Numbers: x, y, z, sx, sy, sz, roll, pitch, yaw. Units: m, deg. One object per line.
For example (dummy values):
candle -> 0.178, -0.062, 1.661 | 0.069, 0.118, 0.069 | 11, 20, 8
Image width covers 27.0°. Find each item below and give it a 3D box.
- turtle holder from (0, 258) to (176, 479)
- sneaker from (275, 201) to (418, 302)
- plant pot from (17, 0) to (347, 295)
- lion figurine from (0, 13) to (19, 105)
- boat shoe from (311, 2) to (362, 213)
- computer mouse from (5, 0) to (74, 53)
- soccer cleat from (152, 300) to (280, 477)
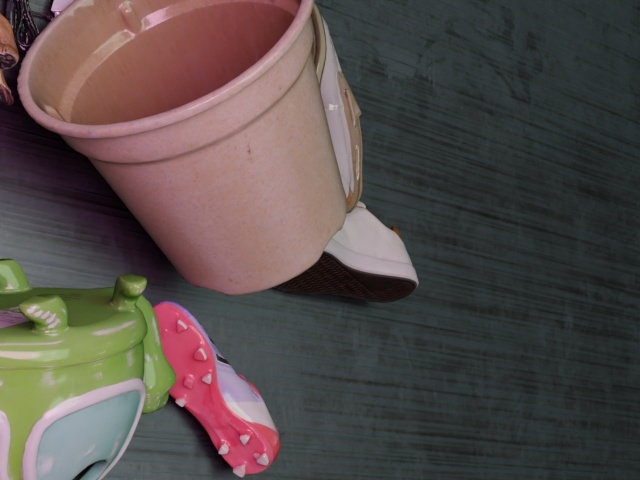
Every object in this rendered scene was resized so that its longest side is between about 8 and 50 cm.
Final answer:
turtle holder -> -0.291, 0.143, 1.352 | 0.320, 0.243, 0.227 | -63, 154, -80
sneaker -> 0.000, 0.000, 1.747 | 0.290, 0.106, 0.123 | 16, 50, -42
plant pot -> -0.119, -0.116, 1.493 | 0.334, 0.334, 0.305 | -58, 140, -35
lion figurine -> -0.459, -0.298, 1.325 | 0.392, 0.142, 0.240 | 35, 32, -51
boat shoe -> -0.010, -0.171, 1.737 | 0.103, 0.113, 0.302 | 25, 53, -50
computer mouse -> -0.277, -0.258, 1.546 | 0.193, 0.042, 0.106 | 5, 77, -44
soccer cleat -> -0.129, 0.171, 1.596 | 0.248, 0.083, 0.095 | 57, 19, -14
